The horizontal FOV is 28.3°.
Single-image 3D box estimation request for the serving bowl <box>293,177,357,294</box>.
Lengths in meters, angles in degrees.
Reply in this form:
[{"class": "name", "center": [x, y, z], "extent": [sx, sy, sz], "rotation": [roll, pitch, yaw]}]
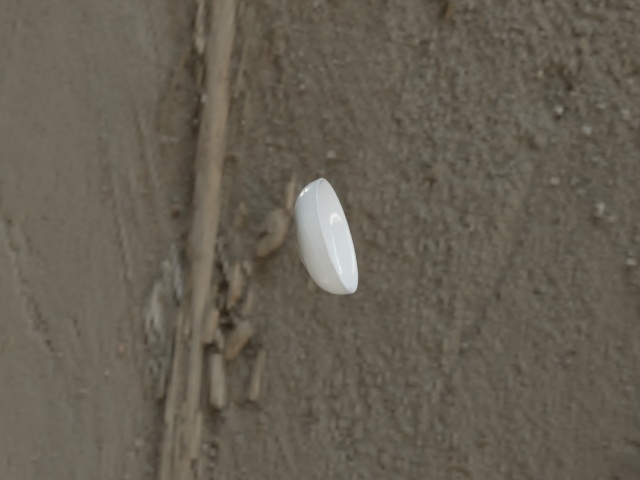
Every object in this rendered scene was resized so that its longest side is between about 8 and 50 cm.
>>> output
[{"class": "serving bowl", "center": [0.000, 0.000, 0.884], "extent": [0.027, 0.083, 0.083], "rotation": [-16, 61, 13]}]
